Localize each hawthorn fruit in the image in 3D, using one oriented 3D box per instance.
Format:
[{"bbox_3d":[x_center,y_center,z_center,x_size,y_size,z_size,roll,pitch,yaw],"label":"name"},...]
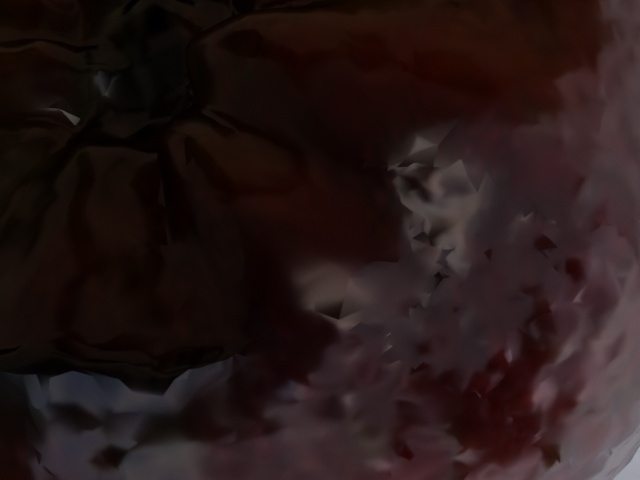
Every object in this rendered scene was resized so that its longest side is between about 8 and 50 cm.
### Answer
[{"bbox_3d":[0.000,0.000,0.584,0.403,0.402,0.403,-39,-178,2],"label":"hawthorn fruit"}]
